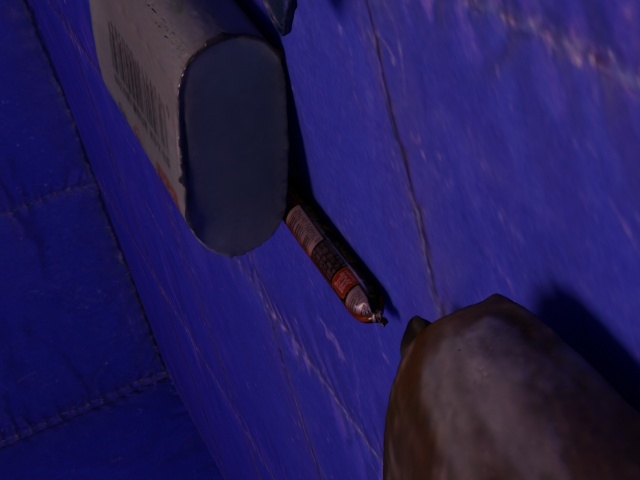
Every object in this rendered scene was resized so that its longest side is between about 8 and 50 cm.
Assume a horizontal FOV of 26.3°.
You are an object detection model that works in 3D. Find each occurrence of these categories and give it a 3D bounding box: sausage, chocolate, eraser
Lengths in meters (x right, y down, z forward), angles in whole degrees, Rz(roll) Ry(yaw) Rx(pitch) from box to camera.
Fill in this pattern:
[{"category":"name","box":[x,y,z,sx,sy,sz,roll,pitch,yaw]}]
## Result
[{"category":"sausage","box":[0.000,0.000,0.921,0.198,0.025,0.028,52,129,50]},{"category":"chocolate","box":[0.090,0.140,0.532,0.254,0.080,0.157,48,149,43]},{"category":"eraser","box":[-0.098,-0.119,0.976,0.227,0.081,0.174,-124,28,-49]}]

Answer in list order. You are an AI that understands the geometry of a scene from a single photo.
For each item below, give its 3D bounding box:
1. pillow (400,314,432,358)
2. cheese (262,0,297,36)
[{"category":"pillow","box":[0.099,0.141,0.675,0.093,0.051,0.241,123,127,-67]},{"category":"cheese","box":[-0.064,-0.222,0.707,0.244,0.062,0.155,64,169,13]}]
